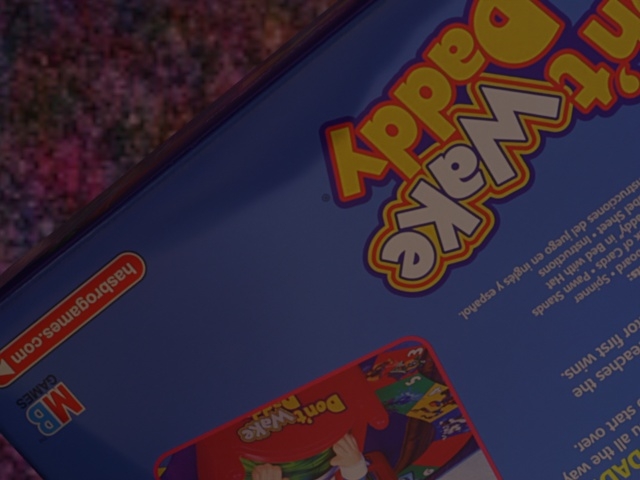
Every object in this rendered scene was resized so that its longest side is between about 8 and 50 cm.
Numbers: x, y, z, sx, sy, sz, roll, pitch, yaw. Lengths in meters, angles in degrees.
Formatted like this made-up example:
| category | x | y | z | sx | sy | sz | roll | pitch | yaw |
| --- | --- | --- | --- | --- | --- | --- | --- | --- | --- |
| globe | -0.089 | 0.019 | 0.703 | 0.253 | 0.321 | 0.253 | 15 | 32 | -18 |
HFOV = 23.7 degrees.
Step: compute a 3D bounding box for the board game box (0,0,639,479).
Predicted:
| category | x | y | z | sx | sy | sz | roll | pitch | yaw |
| --- | --- | --- | --- | --- | --- | --- | --- | --- | --- |
| board game box | 0.114 | 0.002 | 0.384 | 0.233 | 0.347 | 0.078 | 51 | 11 | -10 |
